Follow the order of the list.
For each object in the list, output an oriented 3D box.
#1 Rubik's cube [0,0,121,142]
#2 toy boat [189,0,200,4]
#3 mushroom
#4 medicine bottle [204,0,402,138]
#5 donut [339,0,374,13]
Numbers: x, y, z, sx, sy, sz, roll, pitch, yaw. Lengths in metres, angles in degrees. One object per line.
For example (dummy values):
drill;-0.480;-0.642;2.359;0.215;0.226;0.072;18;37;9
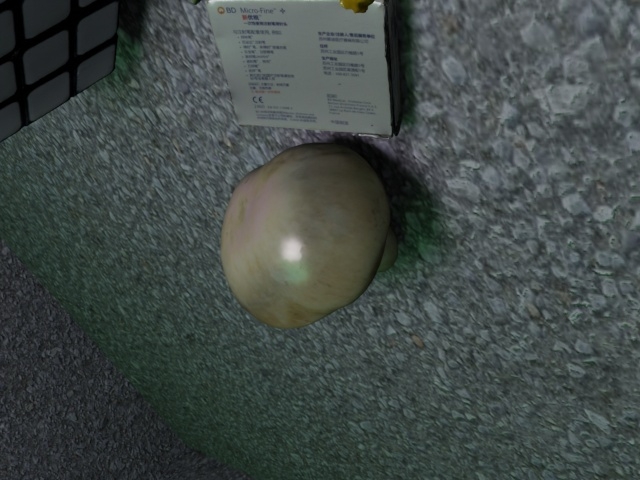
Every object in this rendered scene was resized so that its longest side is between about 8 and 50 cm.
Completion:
Rubik's cube;-0.465;-0.326;0.725;0.344;0.344;0.337;40;149;2
toy boat;-0.104;-0.364;0.597;0.141;0.092;0.319;37;150;-8
mushroom;0.000;0.000;0.838;0.234;0.254;0.260;18;-160;-31
medicine bottle;-0.013;-0.197;0.698;0.201;0.052;0.171;7;138;18
donut;0.033;-0.275;0.481;0.101;0.259;0.152;36;115;-21
